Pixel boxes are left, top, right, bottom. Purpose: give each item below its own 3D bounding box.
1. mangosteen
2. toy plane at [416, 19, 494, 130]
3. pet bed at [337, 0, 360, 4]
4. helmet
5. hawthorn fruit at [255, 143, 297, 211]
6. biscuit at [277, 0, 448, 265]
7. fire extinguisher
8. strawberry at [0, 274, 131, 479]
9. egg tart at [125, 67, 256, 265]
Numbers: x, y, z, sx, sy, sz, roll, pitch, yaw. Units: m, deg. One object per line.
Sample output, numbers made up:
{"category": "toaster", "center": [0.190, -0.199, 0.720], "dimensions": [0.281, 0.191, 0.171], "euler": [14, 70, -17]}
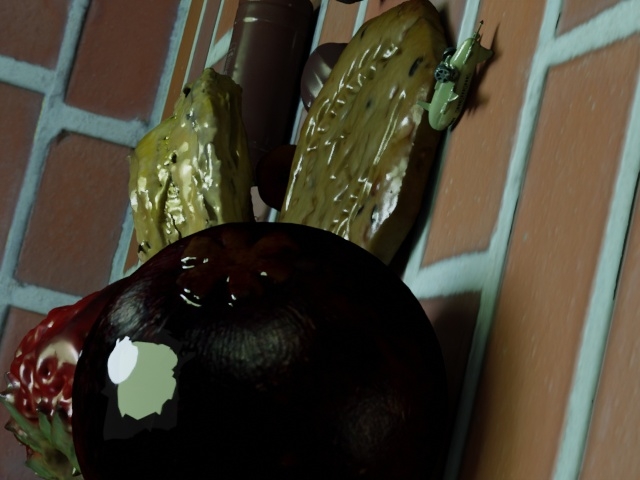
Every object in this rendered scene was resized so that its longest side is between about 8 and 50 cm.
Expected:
{"category": "mangosteen", "center": [-0.040, 0.152, 1.409], "dimensions": [0.307, 0.307, 0.347], "euler": [-93, -7, -53]}
{"category": "toy plane", "center": [0.119, -0.142, 1.559], "dimensions": [0.111, 0.040, 0.102], "euler": [-60, 0, 41]}
{"category": "pet bed", "center": [0.007, -0.392, 1.934], "dimensions": [0.159, 0.211, 0.183], "euler": [-43, 32, 48]}
{"category": "helmet", "center": [0.015, -0.172, 1.949], "dimensions": [0.123, 0.070, 0.098], "euler": [-92, 22, -54]}
{"category": "hawthorn fruit", "center": [-0.035, -0.072, 2.041], "dimensions": [0.093, 0.081, 0.081], "euler": [-12, -62, -84]}
{"category": "biscuit", "center": [0.034, -0.077, 1.750], "dimensions": [0.359, 0.046, 0.359], "euler": [-54, 24, 38]}
{"category": "fire extinguisher", "center": [-0.086, -0.155, 2.313], "dimensions": [0.138, 0.102, 0.344], "euler": [45, -125, -67]}
{"category": "strawberry", "center": [-0.220, 0.167, 2.213], "dimensions": [0.345, 0.295, 0.317], "euler": [-45, -24, -32]}
{"category": "egg tart", "center": [-0.140, -0.024, 2.038], "dimensions": [0.352, 0.150, 0.351], "euler": [-8, -90, -90]}
